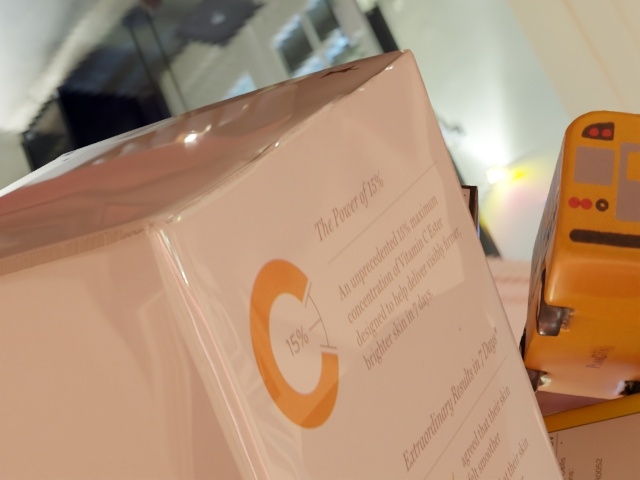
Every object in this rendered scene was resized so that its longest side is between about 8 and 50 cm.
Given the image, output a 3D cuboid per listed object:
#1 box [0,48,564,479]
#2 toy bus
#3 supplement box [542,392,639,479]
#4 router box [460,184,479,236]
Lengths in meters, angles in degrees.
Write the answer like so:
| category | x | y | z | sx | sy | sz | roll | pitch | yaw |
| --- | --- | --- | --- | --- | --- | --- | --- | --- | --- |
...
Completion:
| category | x | y | z | sx | sy | sz | roll | pitch | yaw |
| --- | --- | --- | --- | --- | --- | --- | --- | --- | --- |
| box | -0.015 | 0.135 | 0.590 | 0.168 | 0.345 | 0.215 | -15 | -167 | 26 |
| toy bus | 0.211 | 0.028 | 1.222 | 0.108 | 0.130 | 0.332 | 5 | 162 | 4 |
| supplement box | 0.322 | 0.231 | 1.264 | 0.356 | 0.194 | 0.195 | -18 | 138 | 34 |
| router box | 0.092 | 0.130 | 1.423 | 0.081 | 0.243 | 0.309 | 3 | 151 | 8 |
